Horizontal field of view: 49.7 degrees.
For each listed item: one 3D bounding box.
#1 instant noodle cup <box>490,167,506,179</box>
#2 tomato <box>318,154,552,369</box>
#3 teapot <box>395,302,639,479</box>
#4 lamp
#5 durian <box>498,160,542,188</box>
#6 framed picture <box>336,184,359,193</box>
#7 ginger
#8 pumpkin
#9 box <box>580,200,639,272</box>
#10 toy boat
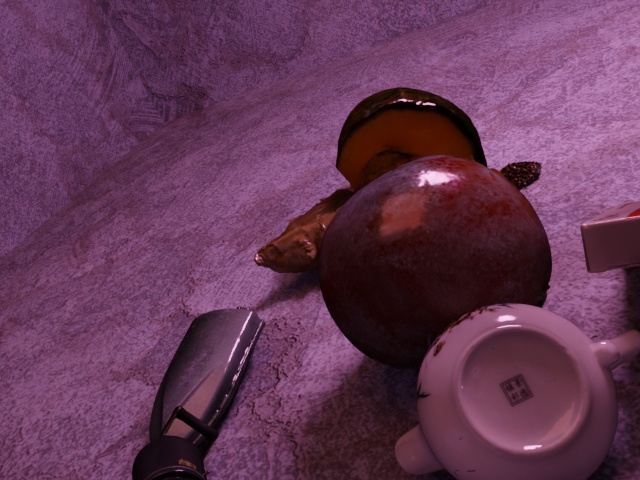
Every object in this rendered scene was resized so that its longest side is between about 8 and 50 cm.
[{"bbox_3d":[0.233,-0.017,1.172,0.185,0.168,0.168,-20,23,30],"label":"instant noodle cup"},{"bbox_3d":[0.154,0.035,0.957,0.317,0.282,0.316,-25,-7,-3],"label":"tomato"},{"bbox_3d":[0.230,0.172,0.764,0.300,0.166,0.208,-18,55,-11],"label":"teapot"},{"bbox_3d":[-0.197,0.338,0.889,0.172,0.147,0.227,-52,18,-3],"label":"lamp"},{"bbox_3d":[0.394,-0.126,1.384,0.130,0.052,0.066,-25,-15,-6],"label":"durian"},{"bbox_3d":[0.093,-0.081,1.598,0.184,0.016,0.250,-13,26,25],"label":"framed picture"},{"bbox_3d":[0.000,0.000,1.389,0.270,0.123,0.219,-38,30,-18],"label":"ginger"},{"bbox_3d":[0.187,-0.176,1.395,0.256,0.303,0.225,-46,14,12],"label":"pumpkin"},{"bbox_3d":[0.470,-0.025,0.870,0.214,0.069,0.353,-11,-1,31],"label":"box"},{"bbox_3d":[-0.194,0.236,1.138,0.141,0.092,0.319,-12,34,27],"label":"toy boat"}]
